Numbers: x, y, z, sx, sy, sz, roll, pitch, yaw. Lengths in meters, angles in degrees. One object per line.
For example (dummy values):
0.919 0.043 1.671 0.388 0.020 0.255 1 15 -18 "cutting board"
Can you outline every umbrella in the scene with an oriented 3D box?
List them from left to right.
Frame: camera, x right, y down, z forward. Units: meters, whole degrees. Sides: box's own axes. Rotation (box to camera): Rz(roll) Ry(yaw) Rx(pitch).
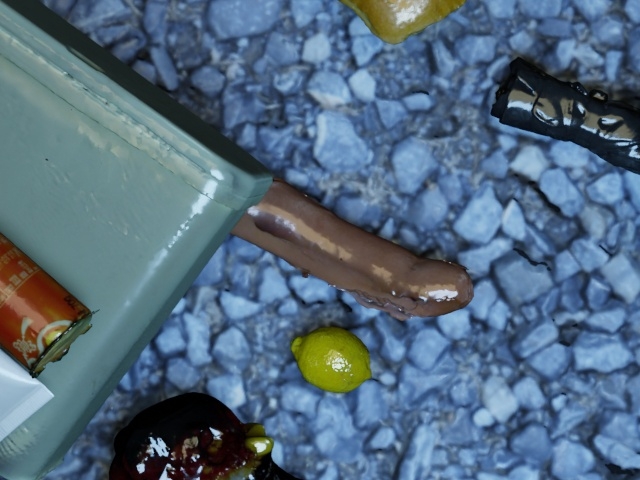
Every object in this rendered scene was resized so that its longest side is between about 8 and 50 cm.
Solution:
0.279 -0.101 1.704 0.235 0.059 0.066 24 104 0 "umbrella"

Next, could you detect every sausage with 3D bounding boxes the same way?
-0.307 0.003 1.475 0.264 0.083 0.083 40 83 4 "sausage"
0.000 0.001 1.676 0.304 0.078 0.078 25 83 4 "sausage"

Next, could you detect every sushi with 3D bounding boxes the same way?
-0.115 0.220 1.605 0.172 0.153 0.150 -14 102 16 "sushi"

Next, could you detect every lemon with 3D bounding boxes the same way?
0.010 0.110 1.666 0.083 0.062 0.062 24 83 6 "lemon"

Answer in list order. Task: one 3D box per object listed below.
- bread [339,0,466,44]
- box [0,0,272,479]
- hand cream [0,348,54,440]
0.050 -0.308 1.695 0.174 0.121 0.245 -41 87 -7 "bread"
-0.282 -0.020 1.590 0.352 0.177 0.344 35 100 3 "box"
-0.355 0.085 1.495 0.133 0.083 0.248 -42 97 20 "hand cream"
